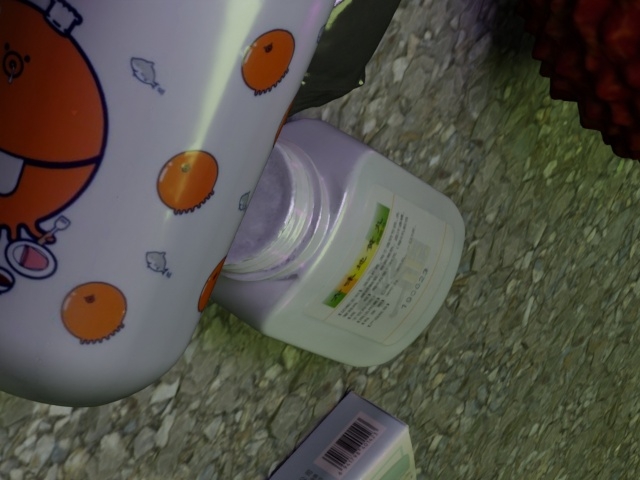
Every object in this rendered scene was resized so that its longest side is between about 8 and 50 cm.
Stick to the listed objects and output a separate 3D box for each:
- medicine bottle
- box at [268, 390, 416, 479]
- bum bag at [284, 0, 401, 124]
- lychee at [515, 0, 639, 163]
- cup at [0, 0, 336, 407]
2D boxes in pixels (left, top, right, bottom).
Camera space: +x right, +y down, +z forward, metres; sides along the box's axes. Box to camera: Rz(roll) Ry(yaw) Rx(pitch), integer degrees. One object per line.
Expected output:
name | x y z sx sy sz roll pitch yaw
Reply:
medicine bottle | 0.000 0.000 1.605 0.179 0.124 0.324 -58 153 4
box | -0.015 0.291 1.900 0.269 0.079 0.135 -45 148 -25
bum bag | 0.028 -0.232 1.481 0.142 0.079 0.326 17 106 -53
lychee | 0.399 -0.273 1.693 0.424 0.424 0.500 -20 159 -49
cup | -0.139 -0.063 1.227 0.212 0.212 0.317 -6 122 -56
